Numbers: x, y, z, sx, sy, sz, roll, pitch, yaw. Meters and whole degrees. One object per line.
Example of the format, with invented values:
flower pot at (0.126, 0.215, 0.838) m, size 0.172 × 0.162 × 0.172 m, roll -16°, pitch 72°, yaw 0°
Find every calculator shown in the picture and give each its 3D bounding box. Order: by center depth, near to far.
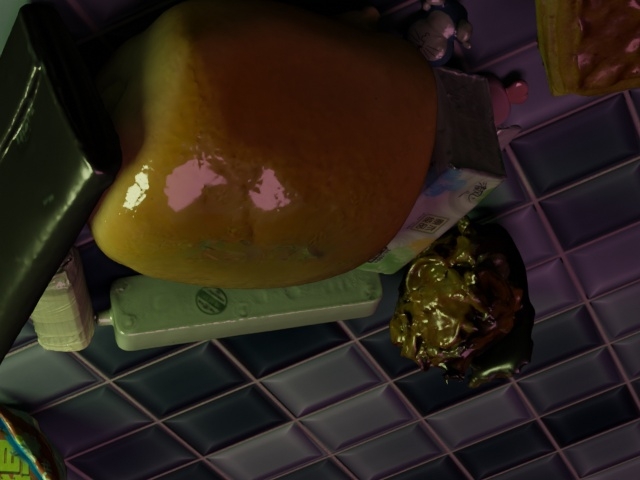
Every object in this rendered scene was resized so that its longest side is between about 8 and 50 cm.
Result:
calculator at (0.177, -0.163, 1.984) m, size 0.166 × 0.024 × 0.103 m, roll -19°, pitch 147°, yaw 8°

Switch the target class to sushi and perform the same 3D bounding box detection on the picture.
sushi at (0.191, 0.082, 2.197) m, size 0.213 × 0.200 × 0.204 m, roll -33°, pitch 140°, yaw 25°

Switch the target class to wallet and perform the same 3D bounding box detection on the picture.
wallet at (-0.342, -0.042, 1.745) m, size 0.062 × 0.228 × 0.406 m, roll -5°, pitch 147°, yaw -38°

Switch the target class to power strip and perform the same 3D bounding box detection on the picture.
power strip at (-0.110, 0.079, 2.152) m, size 0.385 × 0.091 × 0.062 m, roll -8°, pitch 152°, yaw -13°

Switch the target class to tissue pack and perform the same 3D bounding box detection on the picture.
tissue pack at (0.129, -0.076, 1.927) m, size 0.145 × 0.159 × 0.229 m, roll 14°, pitch 141°, yaw -31°

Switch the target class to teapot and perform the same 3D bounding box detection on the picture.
teapot at (-0.350, 0.059, 2.038) m, size 0.107 × 0.077 × 0.200 m, roll 5°, pitch 146°, yaw 3°

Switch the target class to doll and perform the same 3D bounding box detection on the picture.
doll at (0.135, -0.234, 1.822) m, size 0.083 × 0.076 × 0.050 m, roll -48°, pitch 171°, yaw 29°

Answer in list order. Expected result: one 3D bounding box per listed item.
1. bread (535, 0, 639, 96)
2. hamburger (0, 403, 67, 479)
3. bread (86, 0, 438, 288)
bread at (0.343, -0.322, 1.689) m, size 0.277 × 0.167 × 0.324 m, roll -13°, pitch 138°, yaw -4°
hamburger at (-0.516, 0.339, 2.274) m, size 0.276 × 0.260 × 0.150 m, roll 34°, pitch 157°, yaw -12°
bread at (-0.084, -0.089, 1.771) m, size 0.376 × 0.253 × 0.348 m, roll 12°, pitch 141°, yaw -34°
